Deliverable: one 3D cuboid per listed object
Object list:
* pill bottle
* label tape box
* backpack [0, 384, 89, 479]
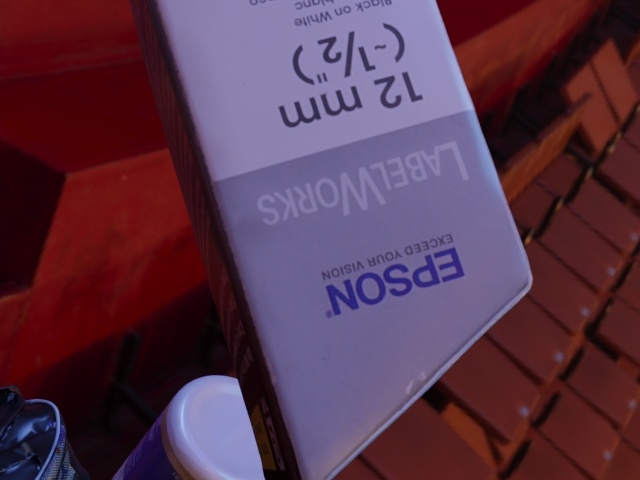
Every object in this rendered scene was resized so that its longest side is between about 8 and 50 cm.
[{"bbox_3d":[-0.151,0.284,1.102,0.264,0.153,0.153,-53,171,33],"label":"pill bottle"},{"bbox_3d":[0.000,0.000,0.467,0.115,0.347,0.249,-18,169,-9],"label":"label tape box"},{"bbox_3d":[-0.335,0.275,0.871,0.253,0.225,0.191,-84,165,-67],"label":"backpack"}]
